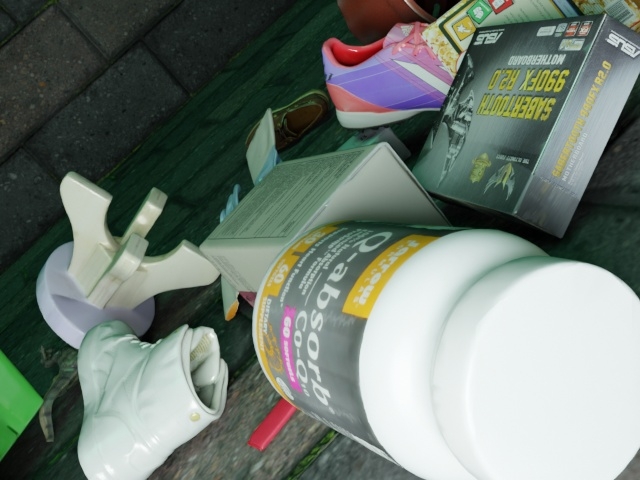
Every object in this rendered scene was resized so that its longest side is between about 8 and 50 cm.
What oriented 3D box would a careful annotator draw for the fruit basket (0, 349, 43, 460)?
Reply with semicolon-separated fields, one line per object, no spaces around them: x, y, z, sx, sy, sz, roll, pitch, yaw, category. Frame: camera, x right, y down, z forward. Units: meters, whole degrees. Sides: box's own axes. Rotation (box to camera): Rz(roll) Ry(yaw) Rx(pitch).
-0.600;0.234;1.168;0.283;0.392;0.392;-46;11;43;fruit basket

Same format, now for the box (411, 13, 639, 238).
0.181;-0.112;0.848;0.183;0.056;0.231;-65;20;2;box

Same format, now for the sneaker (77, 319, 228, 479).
-0.181;0.147;1.024;0.169;0.108;0.292;-38;29;5;sneaker

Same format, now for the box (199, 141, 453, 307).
0.000;0.000;0.943;0.148;0.127;0.232;-48;20;-19;box

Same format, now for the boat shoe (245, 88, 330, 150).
-0.062;-0.202;1.597;0.178;0.064;0.060;-33;19;17;boat shoe

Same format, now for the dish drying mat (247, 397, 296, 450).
-0.036;0.160;0.845;0.083;0.008;0.032;-48;21;-19;dish drying mat

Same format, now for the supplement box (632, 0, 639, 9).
0.369;-0.298;0.961;0.080;0.078;0.233;-49;21;-20;supplement box

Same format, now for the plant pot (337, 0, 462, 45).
0.158;-0.403;1.351;0.272;0.272;0.265;-47;12;-16;plant pot

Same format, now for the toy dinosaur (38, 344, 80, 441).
-0.382;0.197;1.358;0.118;0.064;0.268;-20;31;33;toy dinosaur

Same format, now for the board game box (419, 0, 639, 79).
0.227;-0.225;0.979;0.193;0.146;0.045;-36;-19;14;board game box

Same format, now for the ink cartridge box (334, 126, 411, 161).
0.009;-0.096;1.249;0.189;0.066;0.232;-41;23;2;ink cartridge box

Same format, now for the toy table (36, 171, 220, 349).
-0.288;0.029;1.298;0.161;0.252;0.274;-52;27;18;toy table

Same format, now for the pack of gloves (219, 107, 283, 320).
-0.077;-0.035;1.190;0.195;0.046;0.232;-60;25;27;pack of gloves

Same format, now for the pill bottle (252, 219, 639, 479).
0.073;0.069;0.603;0.162;0.162;0.278;-47;19;-16;pill bottle

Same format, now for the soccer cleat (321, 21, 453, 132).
0.142;-0.213;1.081;0.318;0.116;0.108;-6;30;35;soccer cleat
